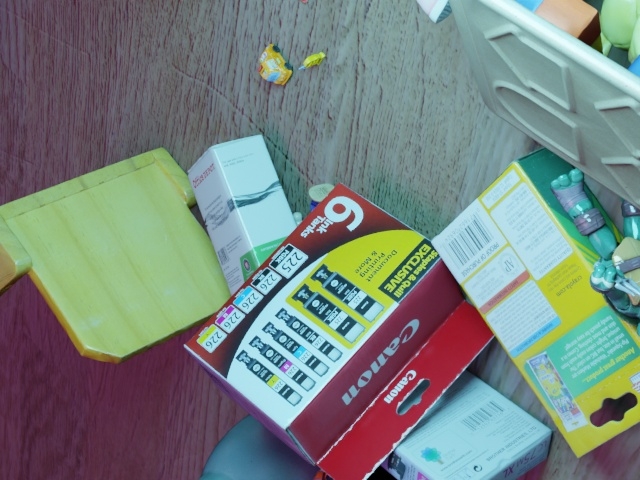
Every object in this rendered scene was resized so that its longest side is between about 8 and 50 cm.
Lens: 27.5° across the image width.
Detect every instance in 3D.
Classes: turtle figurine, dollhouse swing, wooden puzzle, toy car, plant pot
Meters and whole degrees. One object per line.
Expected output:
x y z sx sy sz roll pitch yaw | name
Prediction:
0.342 0.027 1.403 0.118 0.175 0.234 -47 60 54 | turtle figurine
-0.361 0.058 2.136 0.315 0.347 0.305 -33 84 54 | dollhouse swing
0.270 -0.130 1.243 0.348 0.080 0.322 42 177 22 | wooden puzzle
-0.050 -0.255 1.826 0.122 0.040 0.060 -21 93 54 | toy car
-0.092 0.431 2.142 0.293 0.196 0.293 29 131 39 | plant pot

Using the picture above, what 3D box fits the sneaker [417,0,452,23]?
0.129 -0.289 1.347 0.070 0.051 0.134 51 146 11 | sneaker

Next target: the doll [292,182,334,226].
0.000 0.000 1.907 0.129 0.046 0.189 42 144 26 | doll

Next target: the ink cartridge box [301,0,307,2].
-0.103 -0.478 1.750 0.239 0.060 0.275 37 136 34 | ink cartridge box

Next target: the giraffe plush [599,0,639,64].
0.340 -0.219 1.281 0.210 0.181 0.170 56 166 -7 | giraffe plush

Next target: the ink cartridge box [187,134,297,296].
-0.110 -0.036 1.951 0.208 0.087 0.153 69 156 5 | ink cartridge box

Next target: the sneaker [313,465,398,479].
0.114 0.473 1.972 0.180 0.124 0.321 -24 96 49 | sneaker

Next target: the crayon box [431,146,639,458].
0.292 0.074 1.555 0.323 0.083 0.203 57 143 12 | crayon box

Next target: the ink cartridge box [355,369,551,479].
0.132 0.231 1.756 0.311 0.186 0.065 37 138 34 | ink cartridge box

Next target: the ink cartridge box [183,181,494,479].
0.033 0.122 1.703 0.272 0.309 0.130 34 165 34 | ink cartridge box
